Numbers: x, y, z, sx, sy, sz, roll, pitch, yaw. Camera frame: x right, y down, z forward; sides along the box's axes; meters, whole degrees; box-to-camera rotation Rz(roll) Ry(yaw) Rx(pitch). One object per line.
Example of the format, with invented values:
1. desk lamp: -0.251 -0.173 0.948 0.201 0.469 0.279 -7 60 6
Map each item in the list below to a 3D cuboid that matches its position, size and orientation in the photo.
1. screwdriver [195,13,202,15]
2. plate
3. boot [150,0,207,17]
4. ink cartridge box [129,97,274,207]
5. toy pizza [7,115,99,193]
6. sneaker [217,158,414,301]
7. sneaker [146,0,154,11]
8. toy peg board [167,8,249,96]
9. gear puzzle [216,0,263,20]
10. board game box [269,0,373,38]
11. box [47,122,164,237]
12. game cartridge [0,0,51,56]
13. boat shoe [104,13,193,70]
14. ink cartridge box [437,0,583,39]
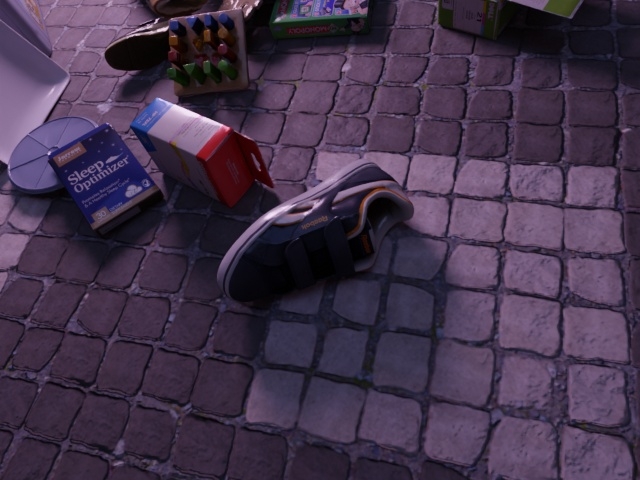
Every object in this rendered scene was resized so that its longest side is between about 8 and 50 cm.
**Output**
1. screwdriver: -0.248 -0.483 1.167 0.024 0.025 0.170 -50 43 5
2. plate: -0.693 -0.327 1.068 0.045 0.277 0.277 -10 54 35
3. boot: -0.288 -0.640 1.172 0.236 0.089 0.269 -20 73 -3
4. ink cartridge box: -0.204 -0.146 0.917 0.231 0.134 0.078 26 67 25
5. toy pizza: -0.532 -0.171 1.063 0.202 0.032 0.201 -5 57 8
6. sneaker: 0.000 0.000 0.793 0.321 0.126 0.127 -38 54 -13
7. sneaker: -0.445 -0.687 1.301 0.108 0.121 0.302 -35 59 -10
8. toy peg board: -0.237 -0.387 1.060 0.162 0.079 0.160 -4 91 9
9. gear puzzle: -0.163 -0.518 1.165 0.176 0.044 0.338 9 67 45
10. board game box: 0.017 -0.584 1.186 0.214 0.046 0.317 1 60 14
11. box: -0.411 -0.127 0.983 0.136 0.036 0.225 -36 68 -14
12. game cartridge: -0.748 -0.591 1.262 0.062 0.198 0.297 -27 58 -5
13. boat shoe: -0.374 -0.448 1.173 0.224 0.080 0.073 -26 52 -10
14. ink cartridge box: 0.385 -0.481 1.019 0.255 0.097 0.188 28 68 23
